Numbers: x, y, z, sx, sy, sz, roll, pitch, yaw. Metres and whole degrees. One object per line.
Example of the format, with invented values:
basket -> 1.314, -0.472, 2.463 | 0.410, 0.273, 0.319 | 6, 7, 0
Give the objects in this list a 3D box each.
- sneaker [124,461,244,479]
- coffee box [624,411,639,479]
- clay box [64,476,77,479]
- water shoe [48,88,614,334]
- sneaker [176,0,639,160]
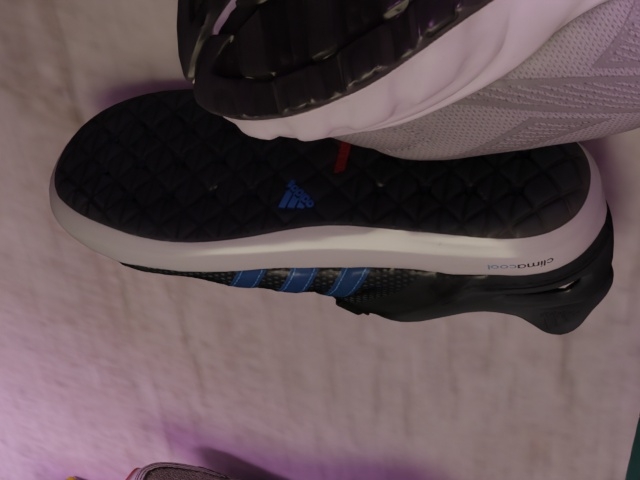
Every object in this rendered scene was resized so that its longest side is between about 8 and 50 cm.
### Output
sneaker -> 0.013, 0.146, 0.789 | 0.225, 0.088, 0.093 | 17, 127, 8
coffee box -> 0.144, 0.137, 0.591 | 0.040, 0.184, 0.113 | -16, 129, 40
clay box -> -0.073, 0.231, 0.860 | 0.222, 0.053, 0.127 | 32, 139, 39
water shoe -> 0.000, 0.000, 0.585 | 0.203, 0.073, 0.080 | 6, 145, 24
sneaker -> 0.095, -0.082, 0.414 | 0.271, 0.100, 0.108 | -12, 161, 35
